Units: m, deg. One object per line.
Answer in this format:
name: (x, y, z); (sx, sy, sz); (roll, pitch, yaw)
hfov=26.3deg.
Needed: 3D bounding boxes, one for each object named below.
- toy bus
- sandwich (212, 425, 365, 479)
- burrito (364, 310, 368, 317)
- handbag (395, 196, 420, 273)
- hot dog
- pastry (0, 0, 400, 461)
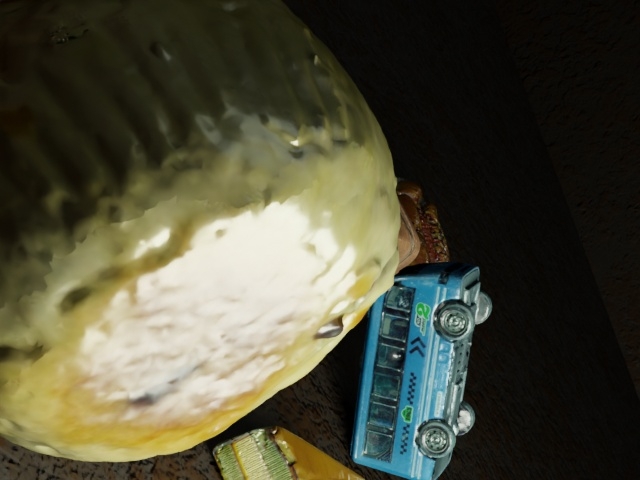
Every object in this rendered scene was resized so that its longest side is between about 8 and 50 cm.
toy bus: (0.112, 0.145, 1.578); (0.113, 0.134, 0.246); (-22, 120, -70)
sandwich: (-0.025, 0.227, 1.356); (0.113, 0.079, 0.163); (66, 22, 4)
burrito: (-0.046, -0.096, 1.644); (0.445, 0.101, 0.139); (55, -17, -12)
handbag: (0.000, 0.000, 1.534); (0.072, 0.193, 0.151); (9, 51, -60)
hot dog: (0.138, 0.014, 2.009); (0.144, 0.075, 0.268); (49, 27, -40)
pastry: (-0.139, -0.032, 1.005); (0.388, 0.388, 0.313); (31, 21, -55)
